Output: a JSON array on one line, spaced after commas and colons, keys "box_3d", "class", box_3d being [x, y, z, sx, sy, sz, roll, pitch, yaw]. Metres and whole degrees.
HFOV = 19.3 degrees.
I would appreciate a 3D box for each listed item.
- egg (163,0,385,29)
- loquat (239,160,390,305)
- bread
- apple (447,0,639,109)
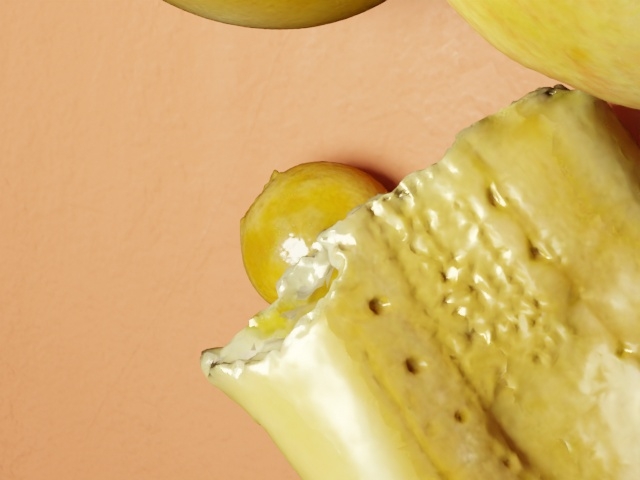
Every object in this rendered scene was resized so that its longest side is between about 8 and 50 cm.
[{"box_3d": [-0.040, -0.296, 1.387, 0.351, 0.282, 0.283, 0, 108, 42], "class": "egg"}, {"box_3d": [0.000, 0.000, 1.568, 0.141, 0.141, 0.141, 11, 113, 27], "class": "loquat"}, {"box_3d": [0.155, 0.126, 1.418, 0.361, 0.250, 0.394, -37, 89, -6], "class": "bread"}, {"box_3d": [0.238, -0.267, 1.161, 0.391, 0.346, 0.391, -24, 59, 48], "class": "apple"}]
